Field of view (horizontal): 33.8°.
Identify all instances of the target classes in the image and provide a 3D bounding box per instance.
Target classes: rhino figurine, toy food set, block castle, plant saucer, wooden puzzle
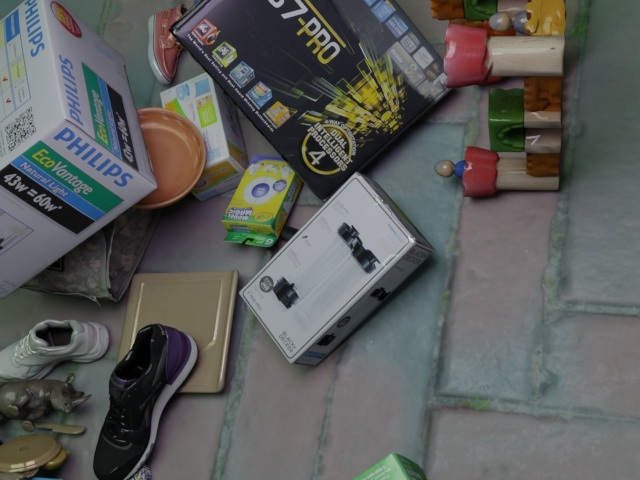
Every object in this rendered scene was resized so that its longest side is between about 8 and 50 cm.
[{"bbox_3d":[-0.519,0.288,1.890,0.243,0.073,0.106,-10,28,18],"label":"rhino figurine"},{"bbox_3d":[-0.506,0.378,1.822,0.132,0.192,0.038,2,109,27],"label":"toy food set"},{"bbox_3d":[0.262,-0.280,1.596,0.213,0.453,0.303,2,70,13],"label":"block castle"},{"bbox_3d":[-0.301,-0.141,1.863,0.200,0.037,0.200,0,66,1],"label":"plant saucer"},{"bbox_3d":[-0.253,0.163,1.863,0.239,0.044,0.221,-5,67,26],"label":"wooden puzzle"}]

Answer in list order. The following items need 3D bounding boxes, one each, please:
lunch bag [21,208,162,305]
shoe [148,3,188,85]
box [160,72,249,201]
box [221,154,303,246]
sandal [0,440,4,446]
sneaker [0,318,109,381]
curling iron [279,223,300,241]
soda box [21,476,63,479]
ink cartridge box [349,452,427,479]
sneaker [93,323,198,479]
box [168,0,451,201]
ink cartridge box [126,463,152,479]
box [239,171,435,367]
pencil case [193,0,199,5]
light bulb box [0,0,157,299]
[{"bbox_3d":[-0.445,-0.031,1.948,0.235,0.169,0.287,6,69,22],"label":"lunch bag"},{"bbox_3d":[-0.297,-0.397,2.112,0.081,0.063,0.178,-21,57,19],"label":"shoe"},{"bbox_3d":[-0.213,-0.193,1.963,0.114,0.103,0.203,-22,61,13],"label":"box"},{"bbox_3d":[-0.103,-0.070,1.875,0.105,0.043,0.179,6,58,25],"label":"box"},{"bbox_3d":[-0.601,0.456,1.870,0.097,0.054,0.254,-21,61,14],"label":"sandal"},{"bbox_3d":[-0.509,0.188,1.914,0.232,0.115,0.090,-21,61,13],"label":"sneaker"},{"bbox_3d":[0.000,0.000,1.829,0.274,0.035,0.068,15,58,31],"label":"curling iron"},{"bbox_3d":[-0.540,0.440,1.807,0.210,0.071,0.067,4,68,5],"label":"soda box"},{"bbox_3d":[0.109,0.488,1.513,0.211,0.121,0.289,-35,59,6],"label":"ink cartridge box"},{"bbox_3d":[-0.324,0.266,1.756,0.107,0.124,0.283,23,84,32],"label":"sneaker"},{"bbox_3d":[-0.009,-0.313,1.786,0.318,0.395,0.097,-42,18,-2],"label":"box"},{"bbox_3d":[-0.313,0.439,1.769,0.063,0.029,0.115,-20,61,14],"label":"ink cartridge box"},{"bbox_3d":[0.025,0.051,1.724,0.290,0.087,0.169,-47,61,13],"label":"box"},{"bbox_3d":[-0.123,-0.387,2.001,0.133,0.119,0.306,-45,58,0],"label":"pencil case"},{"bbox_3d":[-0.506,-0.163,1.780,0.361,0.225,0.358,-33,50,15],"label":"light bulb box"}]
